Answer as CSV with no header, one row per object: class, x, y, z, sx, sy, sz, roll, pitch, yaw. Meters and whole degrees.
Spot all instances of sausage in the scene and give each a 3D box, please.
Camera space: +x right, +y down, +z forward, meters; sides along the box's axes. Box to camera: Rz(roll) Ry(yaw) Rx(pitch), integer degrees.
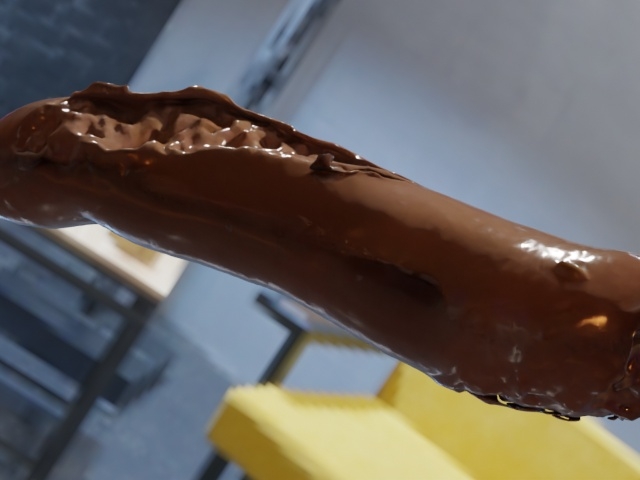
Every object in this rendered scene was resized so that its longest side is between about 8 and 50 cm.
sausage,0.000,0.000,0.750,0.304,0.078,0.078,20,6,21
